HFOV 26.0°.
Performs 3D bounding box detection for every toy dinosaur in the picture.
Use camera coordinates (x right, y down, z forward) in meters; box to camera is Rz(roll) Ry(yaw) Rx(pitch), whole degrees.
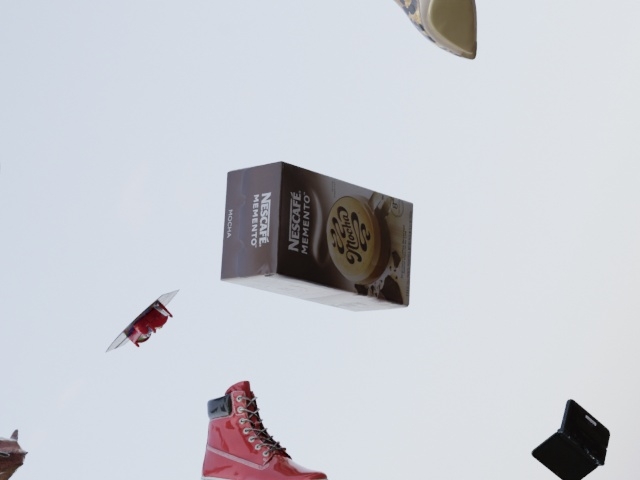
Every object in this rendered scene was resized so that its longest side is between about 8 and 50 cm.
[{"bbox_3d":[-0.556,0.359,2.265,0.200,0.127,0.296,-35,-14,30],"label":"toy dinosaur"}]

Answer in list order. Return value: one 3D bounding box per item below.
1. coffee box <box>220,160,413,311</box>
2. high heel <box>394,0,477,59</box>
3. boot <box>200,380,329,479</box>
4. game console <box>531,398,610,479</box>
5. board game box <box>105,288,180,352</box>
[{"bbox_3d":[0.000,0.000,2.052,0.297,0.119,0.168,15,-106,-46],"label":"coffee box"},{"bbox_3d":[0.112,-0.358,1.877,0.093,0.186,0.261,-43,-57,-8],"label":"high heel"},{"bbox_3d":[-0.085,0.301,2.089,0.088,0.244,0.176,11,-99,-48],"label":"boot"},{"bbox_3d":[0.445,0.358,2.459,0.122,0.071,0.107,39,-128,-27],"label":"game console"},{"bbox_3d":[-0.273,0.139,2.210,0.133,0.033,0.169,-45,-5,7],"label":"board game box"}]
